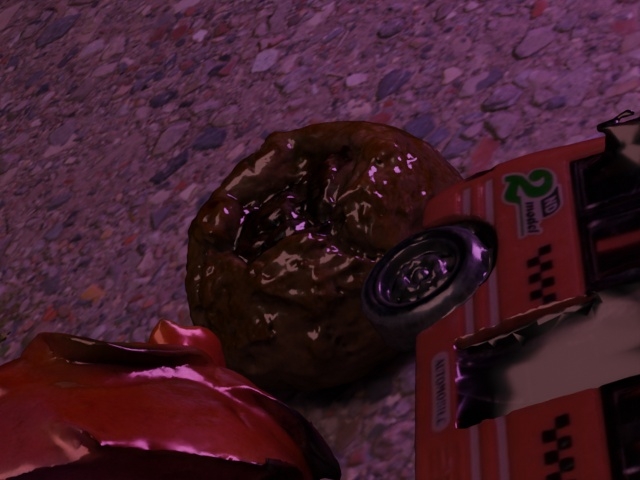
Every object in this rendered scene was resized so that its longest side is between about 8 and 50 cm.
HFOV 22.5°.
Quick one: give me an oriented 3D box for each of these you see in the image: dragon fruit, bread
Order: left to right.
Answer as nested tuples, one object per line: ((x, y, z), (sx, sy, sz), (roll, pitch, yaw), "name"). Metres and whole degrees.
((-0.126, 0.173, 0.899), (0.290, 0.290, 0.189), (-36, 31, 3), "dragon fruit")
((0.000, 0.000, 1.152), (0.230, 0.123, 0.230), (-25, 31, 16), "bread")

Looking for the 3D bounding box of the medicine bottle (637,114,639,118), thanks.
((0.276, -0.066, 0.883), (0.111, 0.076, 0.309), (-53, 14, -18), "medicine bottle")

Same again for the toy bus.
((0.159, 0.130, 0.742), (0.233, 0.203, 0.427), (-22, 34, 20), "toy bus")
